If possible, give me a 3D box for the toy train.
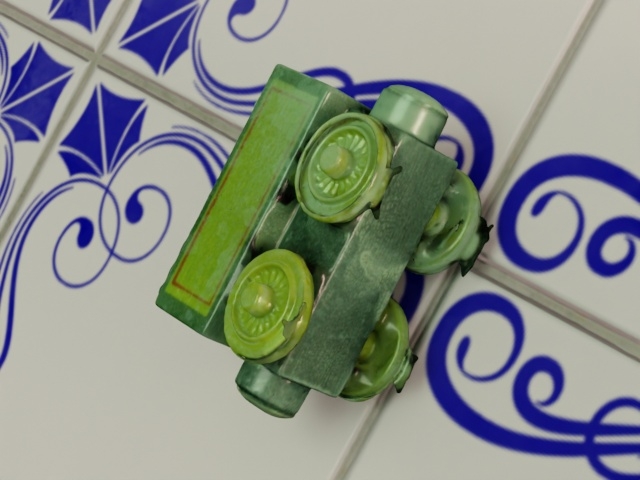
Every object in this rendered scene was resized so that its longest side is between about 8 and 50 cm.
[{"bbox_3d":[0.000,0.000,1.389,0.188,0.159,0.272,30,92,48],"label":"toy train"}]
